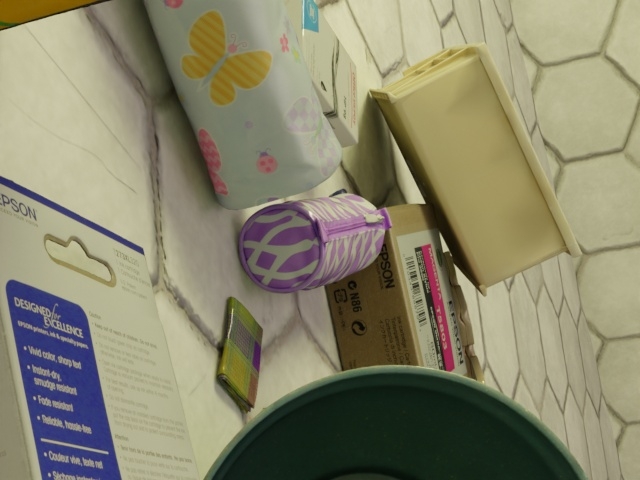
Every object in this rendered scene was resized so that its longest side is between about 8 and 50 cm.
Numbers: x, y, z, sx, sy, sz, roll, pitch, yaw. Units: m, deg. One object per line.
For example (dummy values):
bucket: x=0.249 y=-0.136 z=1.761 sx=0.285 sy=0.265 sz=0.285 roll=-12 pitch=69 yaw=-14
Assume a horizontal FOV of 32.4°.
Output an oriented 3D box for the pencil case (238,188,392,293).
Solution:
pencil case: x=0.000 y=0.000 z=1.027 sx=0.206 sy=0.088 sz=0.086 roll=-18 pitch=94 yaw=-69

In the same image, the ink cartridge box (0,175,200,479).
ink cartridge box: x=-0.122 y=0.153 z=0.597 sx=0.176 sy=0.069 sz=0.370 roll=35 pitch=36 yaw=-62

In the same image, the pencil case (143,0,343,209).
pencil case: x=-0.072 y=-0.161 z=0.885 sx=0.124 sy=0.114 sz=0.273 roll=-83 pitch=155 yaw=-63

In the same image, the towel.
towel: x=-0.066 y=0.094 z=0.913 sx=0.060 sy=0.009 sz=0.083 roll=56 pitch=30 yaw=-45

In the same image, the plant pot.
plant pot: x=0.044 y=0.248 z=0.799 sx=0.196 sy=0.293 sz=0.293 roll=109 pitch=-25 yaw=-76

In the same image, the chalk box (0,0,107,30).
chalk box: x=-0.113 y=-0.225 z=0.552 sx=0.180 sy=0.289 sz=0.179 roll=-65 pitch=139 yaw=-58

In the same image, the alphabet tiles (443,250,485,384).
alphabet tiles: x=0.186 y=0.158 z=1.422 sx=0.278 sy=0.021 sz=0.284 roll=-100 pitch=178 yaw=-53

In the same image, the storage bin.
storage bin: x=0.177 y=-0.093 z=1.342 sx=0.262 sy=0.123 sz=0.260 roll=63 pitch=2 yaw=-9

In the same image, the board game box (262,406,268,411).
board game box: x=0.006 y=0.229 z=0.979 sx=0.141 sy=0.048 sz=0.170 roll=19 pitch=62 yaw=-68

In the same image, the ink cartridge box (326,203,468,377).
ink cartridge box: x=0.085 y=0.081 z=1.210 sx=0.193 sy=0.088 sz=0.234 roll=-13 pitch=91 yaw=-69

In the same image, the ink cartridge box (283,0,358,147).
ink cartridge box: x=-0.008 y=-0.162 z=1.127 sx=0.180 sy=0.060 sz=0.104 roll=48 pitch=36 yaw=-54
